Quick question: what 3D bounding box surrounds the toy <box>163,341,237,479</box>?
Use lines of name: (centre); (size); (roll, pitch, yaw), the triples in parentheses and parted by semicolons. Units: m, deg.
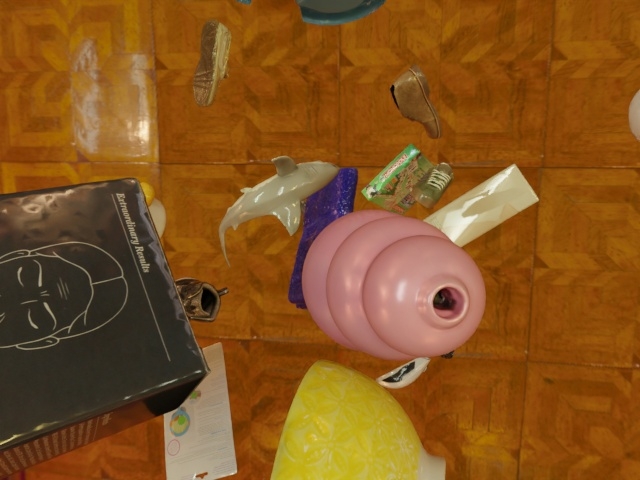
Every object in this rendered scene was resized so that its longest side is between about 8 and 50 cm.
toy: (-0.223, 0.327, 0.918); (0.137, 0.056, 0.237); (-21, 63, 11)

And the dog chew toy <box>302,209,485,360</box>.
dog chew toy: (0.091, 0.057, 0.620); (0.207, 0.332, 0.206); (0, 90, -10)

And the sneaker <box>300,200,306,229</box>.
sneaker: (-0.034, -0.028, 1.855); (0.106, 0.101, 0.267); (-31, 76, 21)

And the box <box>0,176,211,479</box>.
box: (-0.389, 0.120, 0.596); (0.293, 0.396, 0.212); (64, 146, 19)

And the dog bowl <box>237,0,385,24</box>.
dog bowl: (-0.023, -0.427, 0.762); (0.166, 0.297, 0.073); (-9, 86, 49)

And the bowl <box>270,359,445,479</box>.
bowl: (0.056, 0.288, 0.540); (0.156, 0.289, 0.289); (3, 100, 15)

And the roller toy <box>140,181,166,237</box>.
roller toy: (-0.517, -0.052, 1.271); (0.210, 0.146, 0.191); (-3, 66, 30)

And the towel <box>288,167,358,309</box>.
towel: (0.000, 0.000, 1.121); (0.076, 0.228, 0.307); (13, 72, -16)

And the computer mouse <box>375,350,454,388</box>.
computer mouse: (0.213, 0.283, 1.071); (0.193, 0.106, 0.042); (-27, 73, 1)

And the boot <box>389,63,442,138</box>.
boot: (0.323, -0.440, 1.640); (0.115, 0.112, 0.305); (-35, 136, 6)

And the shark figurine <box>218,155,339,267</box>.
shark figurine: (-0.091, -0.047, 0.854); (0.278, 0.166, 0.116); (-31, 79, 12)

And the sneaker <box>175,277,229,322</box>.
sneaker: (-0.319, 0.148, 1.021); (0.153, 0.269, 0.101); (-7, 105, 40)

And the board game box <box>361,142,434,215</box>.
board game box: (0.282, -0.189, 1.617); (0.213, 0.317, 0.046); (-43, 67, 15)

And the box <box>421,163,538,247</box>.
box: (0.426, -0.074, 1.364); (0.311, 0.148, 0.121); (-32, 85, 9)

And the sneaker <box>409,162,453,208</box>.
sneaker: (0.248, -0.130, 1.058); (0.064, 0.192, 0.086); (36, 111, 7)

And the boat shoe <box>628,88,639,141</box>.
boat shoe: (0.482, -0.159, 0.491); (0.303, 0.094, 0.109); (-13, 103, 3)

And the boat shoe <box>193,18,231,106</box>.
boat shoe: (-0.168, -0.278, 0.778); (0.050, 0.045, 0.135); (19, 101, 33)
